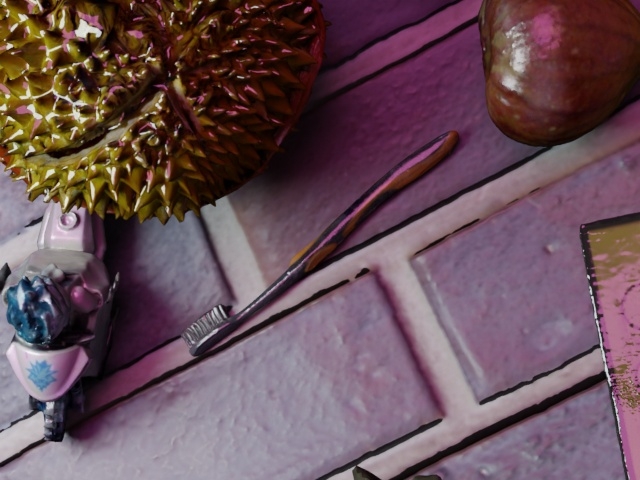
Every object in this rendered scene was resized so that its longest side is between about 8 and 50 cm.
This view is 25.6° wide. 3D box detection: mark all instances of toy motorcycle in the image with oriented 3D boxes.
[{"bbox_3d":[-0.234,0.048,1.266,0.108,0.204,0.239,-11,74,-4],"label":"toy motorcycle"}]

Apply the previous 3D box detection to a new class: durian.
[{"bbox_3d":[-0.167,-0.186,1.239,0.347,0.347,0.384,-14,56,13],"label":"durian"}]

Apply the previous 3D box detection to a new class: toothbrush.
[{"bbox_3d":[0.002,0.002,1.300,0.321,0.023,0.031,-37,69,4],"label":"toothbrush"}]

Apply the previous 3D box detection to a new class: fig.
[{"bbox_3d":[0.239,-0.159,1.237,0.143,0.230,0.160,-38,54,52],"label":"fig"}]

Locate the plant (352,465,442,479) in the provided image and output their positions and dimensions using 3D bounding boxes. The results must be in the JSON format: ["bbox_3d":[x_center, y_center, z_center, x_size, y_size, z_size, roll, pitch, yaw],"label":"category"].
[{"bbox_3d":[0.118,0.299,1.065,0.213,0.215,0.312,-28,64,11],"label":"plant"}]

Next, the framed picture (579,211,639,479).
[{"bbox_3d":[0.393,0.068,1.160,0.324,0.013,0.244,-12,70,14],"label":"framed picture"}]
